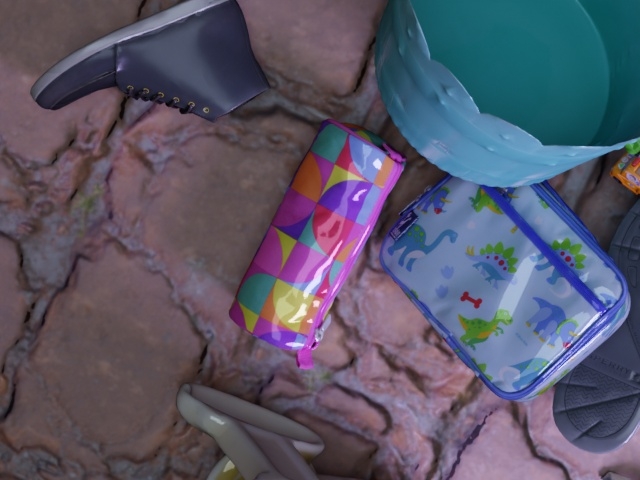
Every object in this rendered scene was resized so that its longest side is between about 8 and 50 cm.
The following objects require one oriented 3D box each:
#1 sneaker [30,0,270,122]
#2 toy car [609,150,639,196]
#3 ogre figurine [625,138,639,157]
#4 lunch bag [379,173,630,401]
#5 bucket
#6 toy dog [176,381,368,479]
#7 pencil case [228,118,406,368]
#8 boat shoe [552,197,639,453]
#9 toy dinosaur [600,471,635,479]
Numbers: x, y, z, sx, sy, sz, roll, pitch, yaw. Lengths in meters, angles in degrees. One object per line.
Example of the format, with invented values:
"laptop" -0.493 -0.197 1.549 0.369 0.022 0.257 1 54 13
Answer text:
"sneaker" -0.165 -0.151 1.215 0.222 0.083 0.118 -25 96 3
"toy car" 0.338 -0.086 1.190 0.122 0.040 0.060 -31 61 4
"ogre figurine" 0.361 -0.157 1.185 0.097 0.118 0.197 30 98 -7
"lunch bag" 0.178 0.029 1.196 0.176 0.090 0.219 -41 70 7
"bucket" 0.184 -0.185 1.098 0.281 0.183 0.281 3 77 -12
"toy dog" -0.072 0.398 1.216 0.395 0.284 0.408 25 97 -39
"pencil case" 0.000 0.000 1.224 0.104 0.104 0.236 24 98 -2
"boat shoe" 0.334 0.062 1.231 0.118 0.103 0.320 25 92 22
"toy dinosaur" 0.423 0.306 1.273 0.118 0.064 0.268 -44 91 12
